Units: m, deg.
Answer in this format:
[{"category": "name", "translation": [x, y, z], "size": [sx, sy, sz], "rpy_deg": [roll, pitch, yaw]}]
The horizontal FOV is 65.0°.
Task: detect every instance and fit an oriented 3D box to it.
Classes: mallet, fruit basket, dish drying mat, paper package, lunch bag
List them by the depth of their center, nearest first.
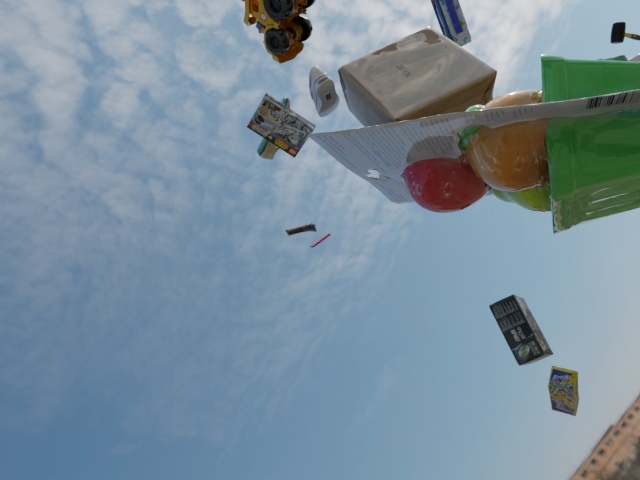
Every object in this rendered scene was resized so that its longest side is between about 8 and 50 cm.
[{"category": "fruit basket", "translation": [0.212, -0.110, 0.626], "size": [0.327, 0.353, 0.165], "rpy_deg": [21, -106, -62]}, {"category": "paper package", "translation": [0.261, -0.402, 1.368], "size": [0.310, 0.324, 0.168], "rpy_deg": [-27, -42, -5]}, {"category": "mallet", "translation": [0.978, -0.659, 1.591], "size": [0.190, 0.039, 0.062], "rpy_deg": [-17, -70, -33]}, {"category": "lunch bag", "translation": [0.439, -0.763, 1.699], "size": [0.090, 0.176, 0.218], "rpy_deg": [-20, -69, 19]}, {"category": "dish drying mat", "translation": [0.000, 0.000, 1.841], "size": [0.083, 0.032, 0.008], "rpy_deg": [-37, -77, -12]}]

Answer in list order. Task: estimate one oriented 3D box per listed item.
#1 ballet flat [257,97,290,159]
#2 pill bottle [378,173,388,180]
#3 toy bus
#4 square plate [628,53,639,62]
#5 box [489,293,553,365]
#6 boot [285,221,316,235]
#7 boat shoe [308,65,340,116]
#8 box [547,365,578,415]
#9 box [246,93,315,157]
[{"category": "ballet flat", "translation": [-0.109, -0.287, 1.302], "size": [0.053, 0.057, 0.168], "rpy_deg": [20, -71, -30]}, {"category": "pill bottle", "translation": [0.326, -0.230, 1.540], "size": [0.279, 0.162, 0.162], "rpy_deg": [-30, -22, 37]}, {"category": "toy bus", "translation": [-0.136, -0.605, 1.307], "size": [0.149, 0.212, 0.220], "rpy_deg": [-50, -21, -41]}, {"category": "square plate", "translation": [1.016, -0.464, 1.334], "size": [0.049, 0.347, 0.343], "rpy_deg": [45, -140, -27]}, {"category": "box", "translation": [0.567, 0.254, 1.417], "size": [0.078, 0.180, 0.147], "rpy_deg": [-32, -25, 23]}, {"category": "boot", "translation": [-0.073, -0.039, 1.834], "size": [0.114, 0.106, 0.037], "rpy_deg": [-10, -92, -2]}, {"category": "boat shoe", "translation": [0.009, -0.524, 1.765], "size": [0.095, 0.084, 0.258], "rpy_deg": [-30, -12, -6]}, {"category": "box", "translation": [0.591, 0.367, 1.218], "size": [0.054, 0.059, 0.169], "rpy_deg": [-63, -38, -26]}, {"category": "box", "translation": [-0.093, -0.269, 1.184], "size": [0.094, 0.137, 0.027], "rpy_deg": [-49, 15, 37]}]
